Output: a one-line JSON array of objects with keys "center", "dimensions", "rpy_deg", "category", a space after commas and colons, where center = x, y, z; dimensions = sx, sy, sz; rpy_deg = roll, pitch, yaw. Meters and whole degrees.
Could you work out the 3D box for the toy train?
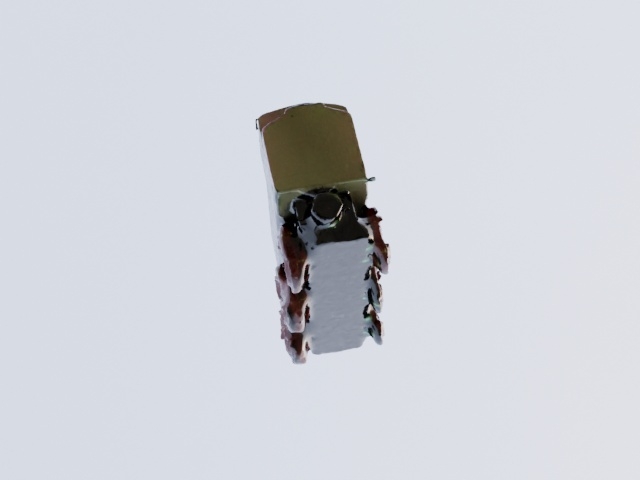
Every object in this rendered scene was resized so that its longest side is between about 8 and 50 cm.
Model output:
[{"center": [0.000, 0.000, 0.866], "dimensions": [0.050, 0.138, 0.087], "rpy_deg": [-10, -118, -4], "category": "toy train"}]
